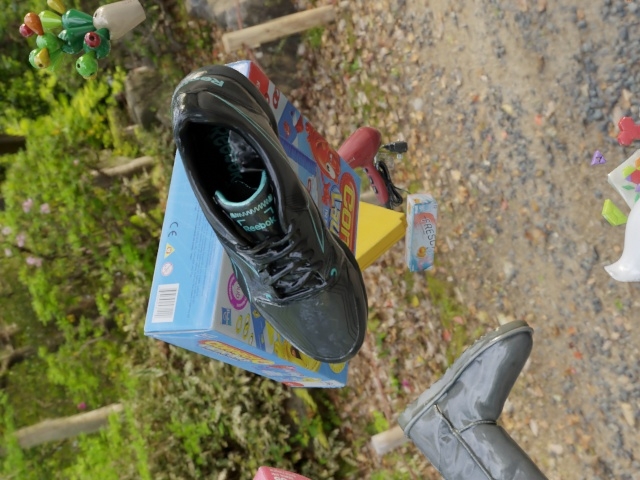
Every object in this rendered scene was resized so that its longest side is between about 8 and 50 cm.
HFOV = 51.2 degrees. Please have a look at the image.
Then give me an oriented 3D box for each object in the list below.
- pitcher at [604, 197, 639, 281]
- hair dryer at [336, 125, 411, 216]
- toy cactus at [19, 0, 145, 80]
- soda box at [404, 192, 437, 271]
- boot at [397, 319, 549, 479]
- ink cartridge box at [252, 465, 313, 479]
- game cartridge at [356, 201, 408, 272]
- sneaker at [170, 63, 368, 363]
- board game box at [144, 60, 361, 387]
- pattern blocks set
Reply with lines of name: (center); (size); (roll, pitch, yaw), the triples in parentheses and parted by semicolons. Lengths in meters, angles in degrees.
pitcher: (0.729, 0.001, 1.415); (0.125, 0.177, 0.207); (-93, 19, -67)
hair dryer: (0.138, -0.179, 1.687); (0.080, 0.293, 0.224); (-22, 68, 49)
toy cactus: (-0.350, -0.313, 0.981); (0.219, 0.180, 0.112); (37, 154, 49)
soda box: (0.238, -0.019, 1.590); (0.063, 0.058, 0.183); (-107, 13, -60)
boot: (0.188, 0.207, 0.629); (0.076, 0.190, 0.208); (17, -152, -46)
ink cartridge box: (-0.037, 0.428, 0.762); (0.207, 0.117, 0.283); (-62, 19, 2)
game cartridge: (0.000, 0.000, 1.516); (0.323, 0.285, 0.053); (20, 139, 44)
sneaker: (-0.043, -0.002, 0.519); (0.267, 0.101, 0.106); (60, -172, -17)
board game box: (-0.058, -0.001, 0.809); (0.302, 0.086, 0.308); (37, -127, -55)
pattern blocks set: (0.905, -0.158, 1.876); (0.325, 0.285, 0.026); (38, 176, -4)
